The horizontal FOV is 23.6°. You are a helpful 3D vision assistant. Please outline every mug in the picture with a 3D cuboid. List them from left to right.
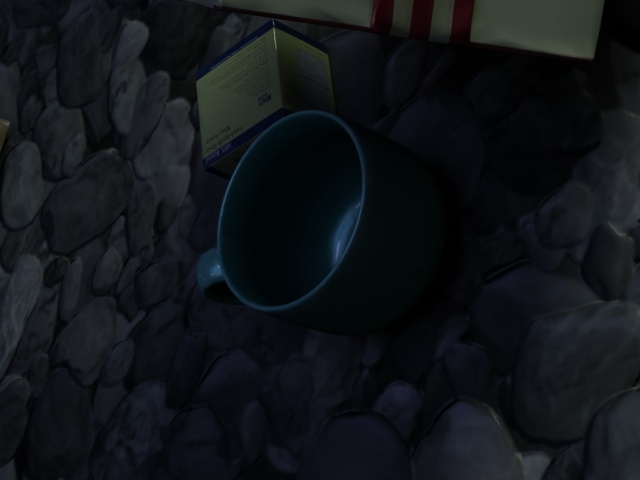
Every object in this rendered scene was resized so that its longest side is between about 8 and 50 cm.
[{"bbox_3d":[0.005,-0.008,0.965,0.157,0.097,0.129,12,84,49],"label":"mug"}]

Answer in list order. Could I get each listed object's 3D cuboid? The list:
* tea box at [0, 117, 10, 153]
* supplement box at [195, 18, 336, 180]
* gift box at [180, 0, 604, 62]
[{"bbox_3d":[-0.499,-0.014,1.412,0.329,0.220,0.323,17,88,48],"label":"tea box"},{"bbox_3d":[-0.038,-0.093,1.076,0.083,0.056,0.083,-30,54,36],"label":"supplement box"},{"bbox_3d":[0.048,-0.243,0.845,0.276,0.255,0.258,-154,70,-63],"label":"gift box"}]
